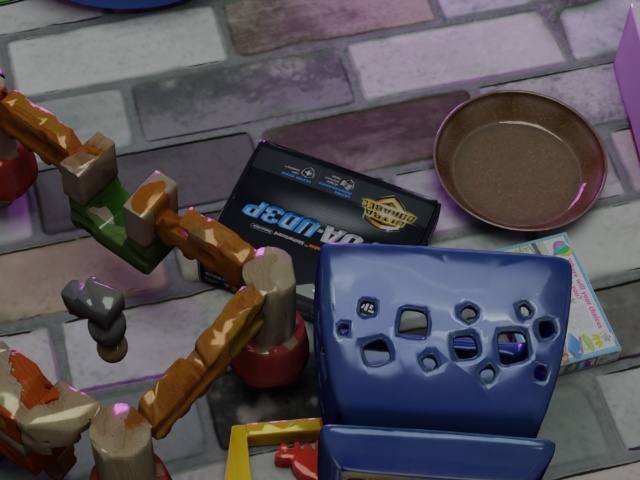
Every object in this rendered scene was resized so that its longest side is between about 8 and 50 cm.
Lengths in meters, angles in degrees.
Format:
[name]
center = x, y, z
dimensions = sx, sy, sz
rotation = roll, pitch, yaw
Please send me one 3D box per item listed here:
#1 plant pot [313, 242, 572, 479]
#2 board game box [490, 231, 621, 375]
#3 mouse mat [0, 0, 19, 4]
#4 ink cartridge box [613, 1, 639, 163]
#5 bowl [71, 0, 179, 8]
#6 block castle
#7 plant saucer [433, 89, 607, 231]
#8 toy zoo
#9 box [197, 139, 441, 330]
[plant pot]
center = 0.105, 0.147, 1.337
dimensions = 0.235, 0.236, 0.212
rotation = 4, 64, 1
[board game box]
center = 0.244, 0.071, 1.542
dimensions = 0.103, 0.026, 0.154
rotation = -14, 59, -10
[mouse mat]
center = -0.345, -0.372, 1.819
dimensions = 0.189, 0.007, 0.153
rotation = -16, 60, -11
[ink cartridge box]
center = 0.500, -0.175, 1.658
dimensions = 0.272, 0.114, 0.197
rotation = -4, 57, -3
[bowl]
center = -0.248, -0.451, 1.826
dimensions = 0.391, 0.077, 0.391
rotation = 2, 56, -3
[block castle]
center = -0.264, 0.065, 1.422
dimensions = 0.453, 0.213, 0.303
rotation = 32, 60, 17
[plant saucer]
center = 0.226, -0.085, 1.637
dimensions = 0.198, 0.036, 0.199
rotation = 1, 57, -1
[toy zoo]
center = 0.020, 0.264, 1.408
dimensions = 0.293, 0.030, 0.192
rotation = -4, 57, -5
[box]
center = 0.000, 0.000, 1.565
dimensions = 0.220, 0.051, 0.175
rotation = 21, 59, 10
